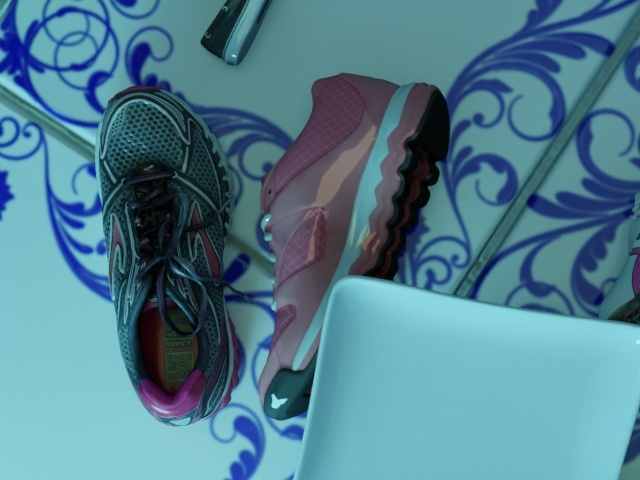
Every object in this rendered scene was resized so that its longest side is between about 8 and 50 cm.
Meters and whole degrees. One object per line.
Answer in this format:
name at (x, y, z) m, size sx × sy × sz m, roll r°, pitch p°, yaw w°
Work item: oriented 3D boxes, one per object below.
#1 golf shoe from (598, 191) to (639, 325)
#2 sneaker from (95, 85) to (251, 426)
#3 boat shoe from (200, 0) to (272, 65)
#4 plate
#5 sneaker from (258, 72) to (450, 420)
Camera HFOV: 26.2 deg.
golf shoe at (0.296, 0.000, 1.181) m, size 0.186 × 0.067 × 0.086 m, roll -50°, pitch 58°, yaw 0°
sneaker at (-0.128, 0.010, 1.184) m, size 0.121 × 0.112 × 0.299 m, roll -12°, pitch 85°, yaw 4°
boat shoe at (-0.062, -0.226, 1.225) m, size 0.040 × 0.049 × 0.142 m, roll 26°, pitch 91°, yaw 6°
plate at (0.115, 0.176, 1.143) m, size 0.277 × 0.045 × 0.278 m, roll 10°, pitch 102°, yaw -11°
sneaker at (0.000, 0.000, 1.192) m, size 0.136 × 0.116 × 0.313 m, roll 21°, pitch 86°, yaw 22°
